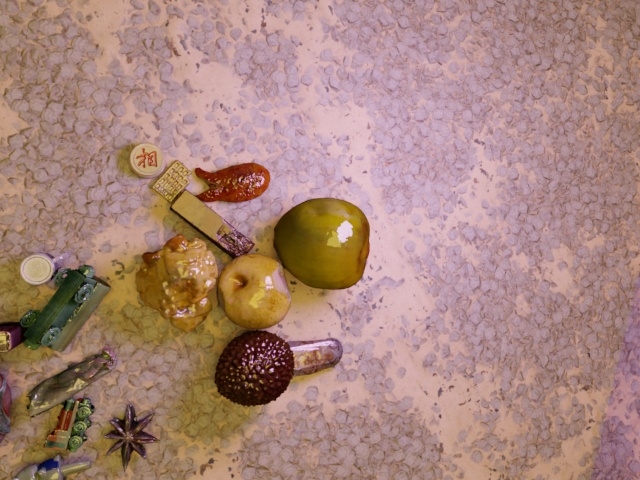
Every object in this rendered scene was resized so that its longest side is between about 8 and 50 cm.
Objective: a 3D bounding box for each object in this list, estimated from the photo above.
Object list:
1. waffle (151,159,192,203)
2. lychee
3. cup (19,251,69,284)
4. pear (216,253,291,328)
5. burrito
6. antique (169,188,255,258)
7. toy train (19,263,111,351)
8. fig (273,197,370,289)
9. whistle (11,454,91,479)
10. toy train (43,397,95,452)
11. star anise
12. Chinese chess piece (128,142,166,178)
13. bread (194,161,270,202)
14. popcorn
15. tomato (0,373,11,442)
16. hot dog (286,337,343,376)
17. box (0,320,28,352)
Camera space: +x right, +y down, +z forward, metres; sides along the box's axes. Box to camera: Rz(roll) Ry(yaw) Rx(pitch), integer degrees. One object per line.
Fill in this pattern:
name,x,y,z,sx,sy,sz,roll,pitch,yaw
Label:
waffle,-0.507,-0.204,1.895,0.092,0.021,0.135,42,79,-10
lychee,-0.224,0.430,1.828,0.268,0.267,0.267,1,88,-17
cup,-0.870,0.072,1.719,0.099,0.133,0.136,35,78,-16
pear,-0.215,0.175,1.850,0.272,0.271,0.270,1,88,-17
burrito,-0.799,0.452,1.755,0.309,0.066,0.096,-31,60,-13
antique,-0.370,-0.047,1.892,0.310,0.093,0.087,40,78,-12
toy train,-0.800,0.210,1.724,0.127,0.189,0.307,33,83,10
fig,0.001,0.008,1.895,0.344,0.343,0.342,1,88,-17
whistle,-0.852,0.733,1.721,0.245,0.110,0.092,-12,57,-15
toy train,-0.800,0.587,1.756,0.119,0.074,0.175,13,85,-10
star anise,-0.620,0.643,1.809,0.181,0.061,0.204,-16,90,-11
Chinese chess piece,-0.587,-0.270,1.857,0.122,0.051,0.121,0,88,-16
bread,-0.307,-0.202,1.917,0.269,0.095,0.139,-5,82,-13
popcorn,-0.467,0.144,1.793,0.265,0.225,0.331,-8,106,-4
tomato,-1.045,0.500,1.561,0.283,0.317,0.316,-2,89,2
hot dog,-0.030,0.418,1.994,0.253,0.069,0.131,-7,81,-20
box,-0.961,0.290,1.637,0.120,0.224,0.068,-1,90,-15
